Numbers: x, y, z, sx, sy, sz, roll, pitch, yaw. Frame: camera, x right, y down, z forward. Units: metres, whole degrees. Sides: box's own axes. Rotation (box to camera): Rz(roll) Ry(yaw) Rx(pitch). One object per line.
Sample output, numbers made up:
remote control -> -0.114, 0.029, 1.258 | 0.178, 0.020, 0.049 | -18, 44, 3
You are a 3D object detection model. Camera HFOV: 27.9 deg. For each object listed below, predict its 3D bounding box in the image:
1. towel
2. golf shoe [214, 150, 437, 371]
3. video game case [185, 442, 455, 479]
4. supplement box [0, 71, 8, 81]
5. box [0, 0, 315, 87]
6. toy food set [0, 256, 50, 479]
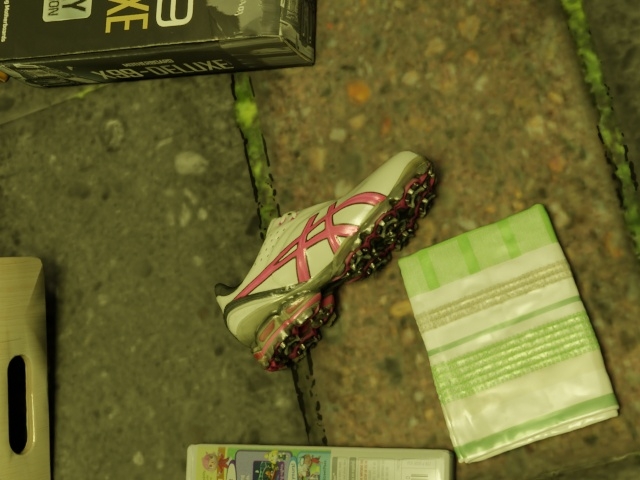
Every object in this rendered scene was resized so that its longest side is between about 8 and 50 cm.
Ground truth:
towel -> 0.125, 0.063, 0.869 | 0.113, 0.023, 0.152 | -21, 71, 13
golf shoe -> 0.000, 0.000, 0.900 | 0.186, 0.067, 0.086 | -46, 67, 7
video game case -> -0.005, 0.247, 0.877 | 0.193, 0.023, 0.212 | -2, 80, 20
supplement box -> -0.349, -0.242, 1.044 | 0.194, 0.129, 0.191 | 7, 82, 21
box -> -0.124, -0.278, 0.996 | 0.242, 0.076, 0.307 | -1, 79, 20
toy food set -> -0.352, 0.123, 1.007 | 0.306, 0.092, 0.220 | -1, 90, 21
